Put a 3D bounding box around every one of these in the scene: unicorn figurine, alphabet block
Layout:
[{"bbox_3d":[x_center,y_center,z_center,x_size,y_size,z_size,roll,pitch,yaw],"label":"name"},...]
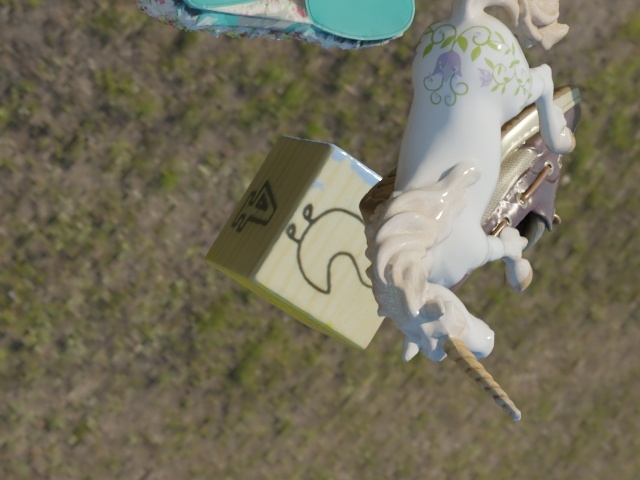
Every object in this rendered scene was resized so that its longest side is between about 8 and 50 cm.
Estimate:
[{"bbox_3d":[0.046,-0.015,0.492,0.111,0.060,0.162,29,57,-64],"label":"unicorn figurine"},{"bbox_3d":[0.000,0.000,1.939,0.192,0.193,0.197,32,84,-21],"label":"alphabet block"}]

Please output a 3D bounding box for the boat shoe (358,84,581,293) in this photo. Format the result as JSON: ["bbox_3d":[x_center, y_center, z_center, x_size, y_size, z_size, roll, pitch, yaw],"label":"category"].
[{"bbox_3d":[0.155,-0.043,1.384,0.342,0.123,0.123,-40,113,-53],"label":"boat shoe"}]

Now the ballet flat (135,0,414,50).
[{"bbox_3d":[-0.037,-0.185,1.100,0.241,0.077,0.091,2,92,-43],"label":"ballet flat"}]
